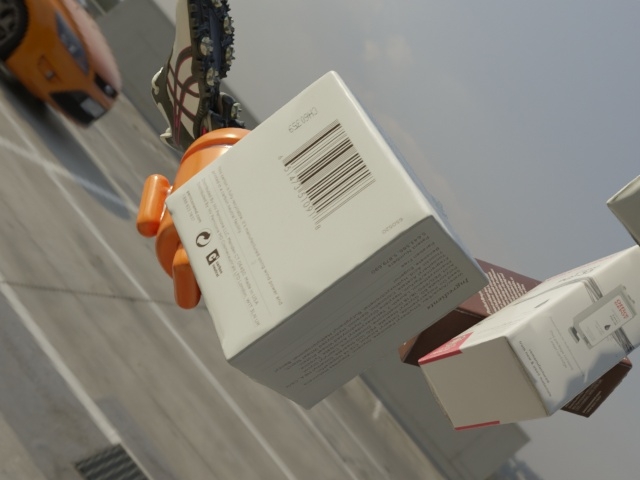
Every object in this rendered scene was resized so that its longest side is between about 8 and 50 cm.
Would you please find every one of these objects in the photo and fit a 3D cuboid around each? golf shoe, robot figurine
[{"bbox_3d":[-0.177,-0.222,1.163,0.120,0.105,0.273,12,-52,17],"label":"golf shoe"},{"bbox_3d":[-0.094,-0.028,0.904,0.128,0.158,0.219,47,36,-35],"label":"robot figurine"}]

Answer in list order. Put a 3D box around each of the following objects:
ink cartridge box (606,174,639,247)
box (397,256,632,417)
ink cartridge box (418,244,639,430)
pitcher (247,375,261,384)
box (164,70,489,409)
[{"bbox_3d":[0.290,0.012,0.609,0.154,0.093,0.212,54,18,14],"label":"ink cartridge box"},{"bbox_3d":[0.309,0.150,1.472,0.381,0.143,0.191,21,28,-19],"label":"box"},{"bbox_3d":[0.307,0.133,1.182,0.117,0.283,0.207,61,-31,3],"label":"ink cartridge box"},{"bbox_3d":[-0.016,0.076,1.026,0.207,0.125,0.177,-9,91,-57],"label":"pitcher"},{"bbox_3d":[0.000,0.000,0.684,0.119,0.182,0.181,42,15,-48],"label":"box"}]
